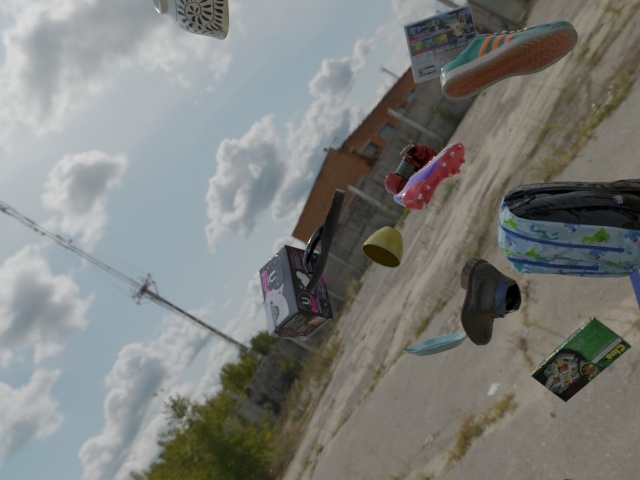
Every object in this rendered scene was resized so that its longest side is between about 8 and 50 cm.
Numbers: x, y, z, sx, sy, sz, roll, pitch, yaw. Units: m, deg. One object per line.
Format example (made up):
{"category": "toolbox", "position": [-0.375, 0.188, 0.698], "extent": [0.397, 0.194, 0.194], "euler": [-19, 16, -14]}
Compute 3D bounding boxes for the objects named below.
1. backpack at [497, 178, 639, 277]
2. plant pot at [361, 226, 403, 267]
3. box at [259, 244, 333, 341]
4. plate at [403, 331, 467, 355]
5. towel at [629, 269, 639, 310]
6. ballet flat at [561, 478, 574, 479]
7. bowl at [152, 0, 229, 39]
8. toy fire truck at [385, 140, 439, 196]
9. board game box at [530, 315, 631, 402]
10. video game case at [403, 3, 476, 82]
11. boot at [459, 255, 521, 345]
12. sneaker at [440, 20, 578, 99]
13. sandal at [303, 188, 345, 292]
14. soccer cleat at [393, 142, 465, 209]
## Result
{"category": "backpack", "position": [0.632, -0.035, 1.308], "extent": [0.290, 0.356, 0.273], "euler": [-72, -8, -52]}
{"category": "plant pot", "position": [0.213, 0.012, 1.672], "extent": [0.095, 0.134, 0.134], "euler": [-61, -3, -23]}
{"category": "box", "position": [-0.084, 0.164, 1.617], "extent": [0.163, 0.142, 0.247], "euler": [-43, 44, 35]}
{"category": "plate", "position": [0.317, 0.283, 1.400], "extent": [0.188, 0.024, 0.188], "euler": [-16, -7, -2]}
{"category": "towel", "position": [1.018, 0.143, 1.418], "extent": [0.040, 0.243, 0.336], "euler": [-14, -4, -23]}
{"category": "ballet flat", "position": [0.759, 0.747, 1.434], "extent": [0.083, 0.247, 0.087], "euler": [-59, -6, -36]}
{"category": "bowl", "position": [-0.191, -0.354, 0.706], "extent": [0.080, 0.170, 0.170], "euler": [-20, -19, -17]}
{"category": "toy fire truck", "position": [0.309, -0.251, 1.817], "extent": [0.217, 0.246, 0.158], "euler": [-58, 39, 7]}
{"category": "board game box", "position": [0.772, 0.357, 1.550], "extent": [0.259, 0.136, 0.030], "euler": [-53, -4, 22]}
{"category": "video game case", "position": [0.367, -0.592, 1.565], "extent": [0.023, 0.201, 0.183], "euler": [1, -103, -72]}
{"category": "boot", "position": [0.347, 0.146, 1.054], "extent": [0.082, 0.106, 0.219], "euler": [-27, -59, -21]}
{"category": "sneaker", "position": [0.417, -0.436, 1.189], "extent": [0.108, 0.302, 0.121], "euler": [41, -138, -47]}
{"category": "sandal", "position": [0.000, 0.000, 1.216], "extent": [0.097, 0.055, 0.254], "euler": [106, 180, -76]}
{"category": "soccer cleat", "position": [0.293, -0.178, 1.376], "extent": [0.248, 0.095, 0.083], "euler": [-49, -48, -21]}
